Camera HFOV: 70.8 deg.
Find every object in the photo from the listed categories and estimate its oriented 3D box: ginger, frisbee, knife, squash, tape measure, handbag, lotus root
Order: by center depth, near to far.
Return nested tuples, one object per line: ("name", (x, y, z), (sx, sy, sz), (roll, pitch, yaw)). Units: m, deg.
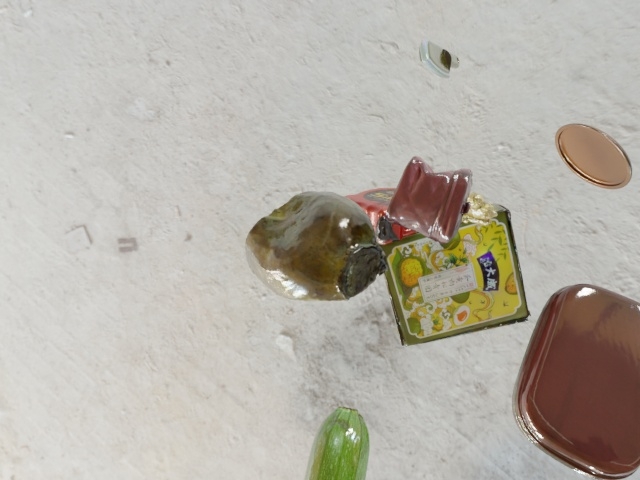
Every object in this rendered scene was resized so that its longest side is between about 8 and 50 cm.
("squash", (0.009, 0.300, 0.504), (0.068, 0.077, 0.219), (16, 79, -11))
("knife", (0.231, -0.334, 0.838), (0.027, 0.343, 0.061), (-15, 98, 29))
("handbag", (0.220, -0.075, 0.869), (0.136, 0.225, 0.146), (20, 96, 18))
("lotus root", (-0.004, 0.010, 0.938), (0.267, 0.260, 0.149), (-31, 123, -16))
("ginger", (0.375, -0.074, 1.145), (0.176, 0.193, 0.052), (10, 77, 48))
("frisbee", (0.807, -0.251, 1.339), (0.021, 0.251, 0.250), (-43, 87, -2))
("tape measure", (0.202, -0.082, 1.366), (0.253, 0.261, 0.113), (26, 125, 54))

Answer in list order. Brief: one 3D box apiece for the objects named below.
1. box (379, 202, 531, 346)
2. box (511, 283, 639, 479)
("box", (0.413, 0.113, 1.442), (0.421, 0.138, 0.372), (-15, 104, 7))
("box", (0.573, 0.282, 0.957), (0.263, 0.108, 0.403), (27, 64, 17))
